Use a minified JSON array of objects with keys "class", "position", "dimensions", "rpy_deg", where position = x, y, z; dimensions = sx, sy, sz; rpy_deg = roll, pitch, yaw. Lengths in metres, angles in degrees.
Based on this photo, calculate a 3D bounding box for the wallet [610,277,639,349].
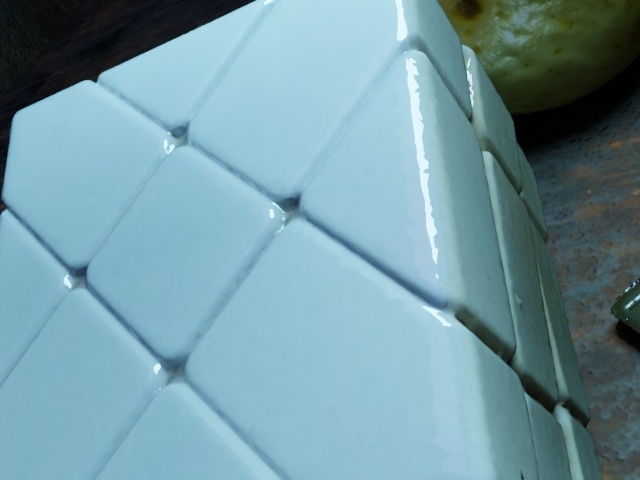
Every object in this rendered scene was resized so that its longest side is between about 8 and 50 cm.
[{"class":"wallet","position":[0.323,0.074,0.577],"dimensions":[0.110,0.031,0.198],"rpy_deg":[-38,34,-4]}]

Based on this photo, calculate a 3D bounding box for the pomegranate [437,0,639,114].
[{"class":"pomegranate","position":[0.243,-0.308,0.853],"dimensions":[0.409,0.410,0.410],"rpy_deg":[-22,36,17]}]

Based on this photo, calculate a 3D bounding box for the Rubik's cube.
[{"class":"Rubik's cube","position":[-0.008,0.059,0.542],"dimensions":[0.321,0.316,0.319],"rpy_deg":[-16,61,23]}]
